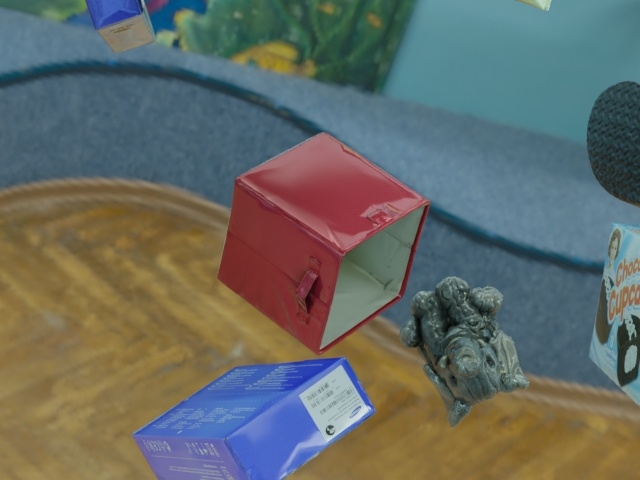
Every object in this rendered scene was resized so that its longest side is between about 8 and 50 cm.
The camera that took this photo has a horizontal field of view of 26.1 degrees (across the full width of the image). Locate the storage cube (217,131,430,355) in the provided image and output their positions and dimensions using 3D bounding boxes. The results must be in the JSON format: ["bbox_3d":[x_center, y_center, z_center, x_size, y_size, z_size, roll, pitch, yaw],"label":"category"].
[{"bbox_3d":[0.000,0.000,1.847,0.193,0.183,0.215,36,44,25],"label":"storage cube"}]

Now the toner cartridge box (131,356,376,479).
[{"bbox_3d":[-0.087,0.211,1.586,0.165,0.348,0.075,-31,96,-23],"label":"toner cartridge box"}]

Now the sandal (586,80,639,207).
[{"bbox_3d":[0.529,-0.099,1.983,0.107,0.167,0.446,14,18,-29],"label":"sandal"}]

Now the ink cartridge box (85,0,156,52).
[{"bbox_3d":[-0.250,-0.318,1.609,0.065,0.165,0.333,-18,2,-5],"label":"ink cartridge box"}]

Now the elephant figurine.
[{"bbox_3d":[0.205,0.177,1.928,0.186,0.169,0.239,17,28,-23],"label":"elephant figurine"}]

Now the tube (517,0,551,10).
[{"bbox_3d":[0.220,-0.343,1.739,0.062,0.070,0.240,-31,28,-23],"label":"tube"}]

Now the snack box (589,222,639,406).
[{"bbox_3d":[0.404,0.095,1.661,0.060,0.187,0.322,8,8,-5],"label":"snack box"}]
